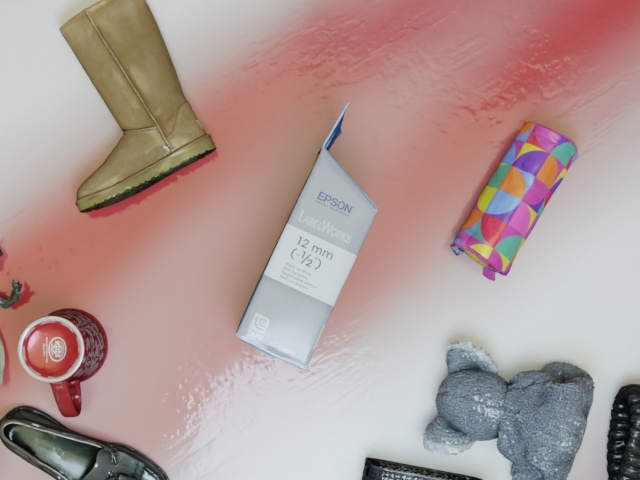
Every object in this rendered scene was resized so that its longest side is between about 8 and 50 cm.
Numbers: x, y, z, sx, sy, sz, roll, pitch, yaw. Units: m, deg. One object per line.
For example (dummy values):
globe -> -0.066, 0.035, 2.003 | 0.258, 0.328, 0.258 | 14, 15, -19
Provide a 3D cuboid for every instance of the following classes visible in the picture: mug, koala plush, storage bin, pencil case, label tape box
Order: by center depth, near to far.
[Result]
label tape box -> 0.000, 0.000, 1.687 | 0.115, 0.249, 0.348 | 27, 85, -1
mug -> -0.357, 0.166, 1.696 | 0.113, 0.169, 0.150 | -35, 89, -5
koala plush -> 0.268, 0.246, 1.731 | 0.221, 0.203, 0.196 | 18, 85, 10
storage bin -> 0.149, 0.376, 1.736 | 0.180, 0.122, 0.084 | 10, 86, -3
pencil case -> 0.290, -0.060, 1.788 | 0.104, 0.104, 0.236 | 32, 87, -1

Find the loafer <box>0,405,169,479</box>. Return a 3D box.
loafer -> -0.346, 0.324, 1.729 | 0.267, 0.084, 0.096 | 25, 85, -2

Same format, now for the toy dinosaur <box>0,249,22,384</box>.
toy dinosaur -> -0.503, 0.073, 1.751 | 0.118, 0.064, 0.268 | -35, 91, 2

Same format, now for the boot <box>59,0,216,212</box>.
boot -> -0.310, -0.203, 1.769 | 0.236, 0.089, 0.269 | -29, 89, -15

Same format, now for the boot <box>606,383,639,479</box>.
boot -> 0.555, 0.385, 1.753 | 0.260, 0.131, 0.348 | 1, 76, -10
